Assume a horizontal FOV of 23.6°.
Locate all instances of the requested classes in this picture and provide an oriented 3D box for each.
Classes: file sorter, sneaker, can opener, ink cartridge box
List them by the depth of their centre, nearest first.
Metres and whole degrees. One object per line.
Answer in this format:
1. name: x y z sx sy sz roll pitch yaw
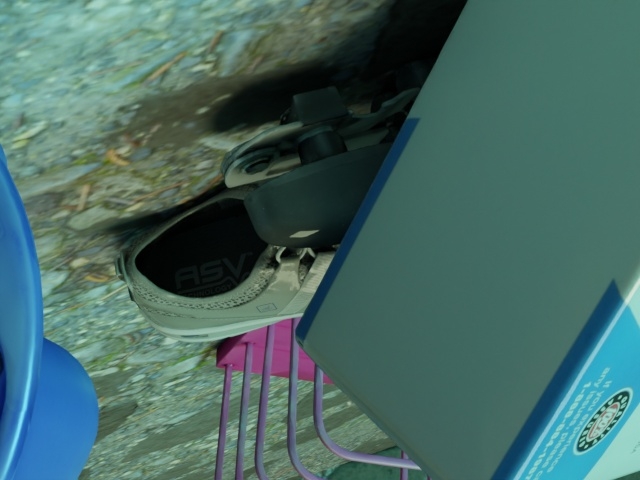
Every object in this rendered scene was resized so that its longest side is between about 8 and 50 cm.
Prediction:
1. ink cartridge box: 0.214 -0.021 0.903 0.395 0.166 0.285 -3 127 -50
2. can opener: 0.073 -0.058 0.917 0.283 0.095 0.076 -14 164 -28
3. sneaker: 0.000 0.000 0.992 0.281 0.105 0.115 -22 165 10
4. file sorter: 0.040 0.146 1.313 0.202 0.182 0.290 10 155 -17

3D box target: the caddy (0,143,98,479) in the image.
1. caddy: -0.252 0.057 0.577 0.341 0.241 0.179 -24 170 8
